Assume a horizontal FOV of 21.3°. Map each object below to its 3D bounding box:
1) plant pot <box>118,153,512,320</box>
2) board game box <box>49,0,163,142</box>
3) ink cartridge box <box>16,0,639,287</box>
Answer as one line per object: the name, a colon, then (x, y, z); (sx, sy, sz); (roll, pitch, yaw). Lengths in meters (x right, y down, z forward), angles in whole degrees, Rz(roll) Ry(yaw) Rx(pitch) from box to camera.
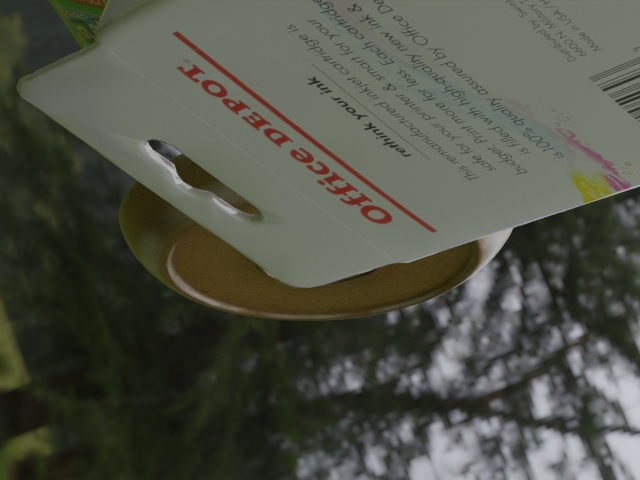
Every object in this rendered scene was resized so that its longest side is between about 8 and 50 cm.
plant pot: (0.000, 0.000, 0.998); (0.236, 0.236, 0.032); (82, 5, -66)
board game box: (-0.123, -0.156, 1.494); (0.317, 0.046, 0.213); (23, -30, 53)
ink cartridge box: (0.052, -0.108, 0.739); (0.207, 0.353, 0.119); (36, 53, -30)
